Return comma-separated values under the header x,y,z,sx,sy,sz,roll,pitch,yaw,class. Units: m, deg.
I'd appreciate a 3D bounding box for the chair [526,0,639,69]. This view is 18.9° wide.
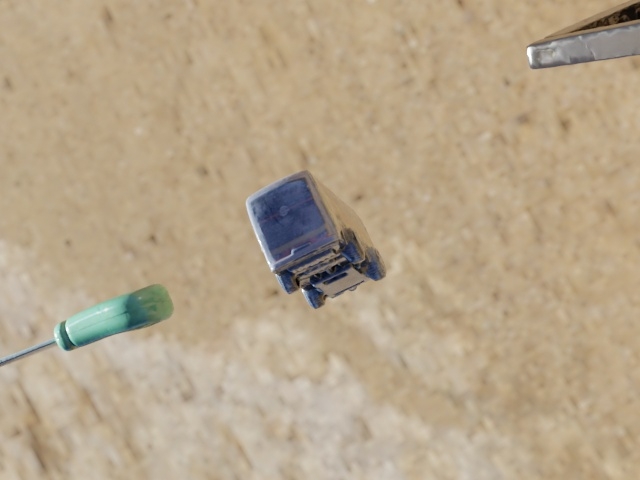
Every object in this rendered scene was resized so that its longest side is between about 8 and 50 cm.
x,y,z,sx,sy,sz,roll,pitch,yaw,class
0.372,-0.075,1.250,0.416,0.203,0.240,-11,102,46,chair

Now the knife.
x,y,z,sx,sy,sz,roll,pitch,yaw,class
-0.240,0.090,1.708,0.260,0.063,0.034,-20,90,25,knife

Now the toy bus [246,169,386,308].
x,y,z,sx,sy,sz,roll,pitch,yaw,class
0.000,0.000,1.395,0.190,0.064,0.075,38,-151,-74,toy bus
